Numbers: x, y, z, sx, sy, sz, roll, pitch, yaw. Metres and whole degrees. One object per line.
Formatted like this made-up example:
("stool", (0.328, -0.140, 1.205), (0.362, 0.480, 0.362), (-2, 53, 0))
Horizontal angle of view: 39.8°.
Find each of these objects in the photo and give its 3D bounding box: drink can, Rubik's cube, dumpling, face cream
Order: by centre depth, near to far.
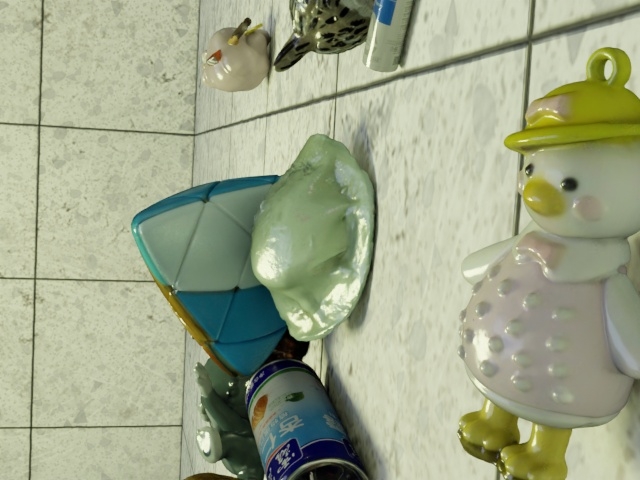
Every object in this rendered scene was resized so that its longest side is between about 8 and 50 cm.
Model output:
("face cream", (0.064, -0.209, 0.755), (0.034, 0.034, 0.130), (-104, 21, -50))
("dumpling", (-0.015, 0.000, 0.907), (0.152, 0.108, 0.219), (-155, 66, -76))
("drink can", (-0.019, 0.210, 0.921), (0.235, 0.097, 0.097), (-124, 38, -70))
("Rubik's cube", (-0.097, -0.009, 1.060), (0.254, 0.254, 0.254), (-178, 90, -77))

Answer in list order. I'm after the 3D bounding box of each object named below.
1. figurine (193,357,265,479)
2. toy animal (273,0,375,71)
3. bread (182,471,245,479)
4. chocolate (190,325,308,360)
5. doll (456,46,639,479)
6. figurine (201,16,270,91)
("figurine", (-0.114, 0.242, 1.250), (0.265, 0.140, 0.193), (54, 165, 50))
("toy animal", (0.011, -0.213, 0.818), (0.137, 0.098, 0.098), (-55, 7, -12))
("bread", (-0.097, 0.378, 1.050), (0.230, 0.123, 0.230), (53, -169, -16))
("chocolate", (-0.114, 0.057, 1.178), (0.224, 0.177, 0.206), (-109, 24, -54))
("doll", (0.113, 0.015, 0.410), (0.129, 0.081, 0.207), (32, 119, 53))
("figurine", (-0.145, -0.308, 1.511), (0.112, 0.137, 0.229), (62, 176, -11))
